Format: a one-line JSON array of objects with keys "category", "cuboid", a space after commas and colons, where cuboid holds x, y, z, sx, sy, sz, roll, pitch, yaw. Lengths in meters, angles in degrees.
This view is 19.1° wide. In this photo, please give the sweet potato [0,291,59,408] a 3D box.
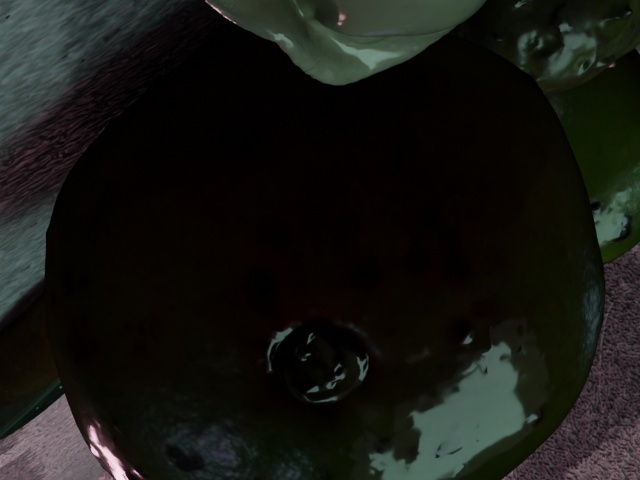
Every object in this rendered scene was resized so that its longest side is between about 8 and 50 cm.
[{"category": "sweet potato", "cuboid": [-0.180, 0.062, 1.278, 0.218, 0.051, 0.065, -40, 175, 26]}]

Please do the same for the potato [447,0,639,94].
[{"category": "potato", "cuboid": [0.156, -0.168, 1.122, 0.251, 0.113, 0.149, -46, 152, -45]}]

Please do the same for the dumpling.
[{"category": "dumpling", "cuboid": [0.010, -0.125, 0.726, 0.134, 0.100, 0.169, -15, 162, -27]}]

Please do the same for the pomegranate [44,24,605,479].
[{"category": "pomegranate", "cuboid": [-0.004, 0.024, 1.004, 0.291, 0.291, 0.323, -36, -177, -9]}]

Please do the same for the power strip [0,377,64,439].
[{"category": "power strip", "cuboid": [-0.179, 0.071, 1.395, 0.286, 0.048, 0.080, -39, 173, 35]}]

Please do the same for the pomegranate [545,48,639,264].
[{"category": "pomegranate", "cuboid": [0.131, -0.069, 1.472, 0.286, 0.231, 0.231, -8, 178, 8]}]
